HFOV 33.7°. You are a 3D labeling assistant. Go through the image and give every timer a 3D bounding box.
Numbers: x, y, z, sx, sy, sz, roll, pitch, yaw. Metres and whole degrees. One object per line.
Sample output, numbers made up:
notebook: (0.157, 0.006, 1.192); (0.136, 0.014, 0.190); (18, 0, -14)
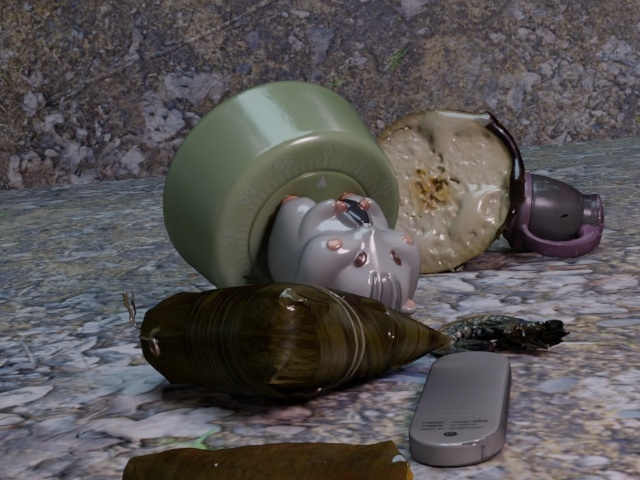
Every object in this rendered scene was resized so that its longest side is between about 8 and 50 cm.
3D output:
timer: (0.000, 0.000, 1.244); (0.291, 0.290, 0.315); (-10, 34, -25)

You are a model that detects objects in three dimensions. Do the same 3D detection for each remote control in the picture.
remote control: (0.123, 0.139, 0.912); (0.077, 0.022, 0.245); (-6, 10, 13)

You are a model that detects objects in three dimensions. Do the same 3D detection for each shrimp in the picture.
shrimp: (0.177, 0.103, 1.082); (0.161, 0.034, 0.091); (-5, 19, 46)

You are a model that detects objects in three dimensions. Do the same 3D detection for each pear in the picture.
pear: (0.188, -0.067, 1.579); (0.267, 0.266, 0.178); (-2, -8, 20)

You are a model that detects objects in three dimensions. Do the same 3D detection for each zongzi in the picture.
zongzi: (-0.036, 0.101, 1.060); (0.248, 0.111, 0.241); (-5, -10, 44)

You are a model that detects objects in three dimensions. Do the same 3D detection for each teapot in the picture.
teapot: (0.349, -0.037, 1.564); (0.146, 0.116, 0.148); (7, 6, 2)

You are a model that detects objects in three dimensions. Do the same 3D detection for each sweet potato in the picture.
sweet potato: (-0.036, 0.170, 0.695); (0.244, 0.077, 0.077); (-11, 5, 33)
